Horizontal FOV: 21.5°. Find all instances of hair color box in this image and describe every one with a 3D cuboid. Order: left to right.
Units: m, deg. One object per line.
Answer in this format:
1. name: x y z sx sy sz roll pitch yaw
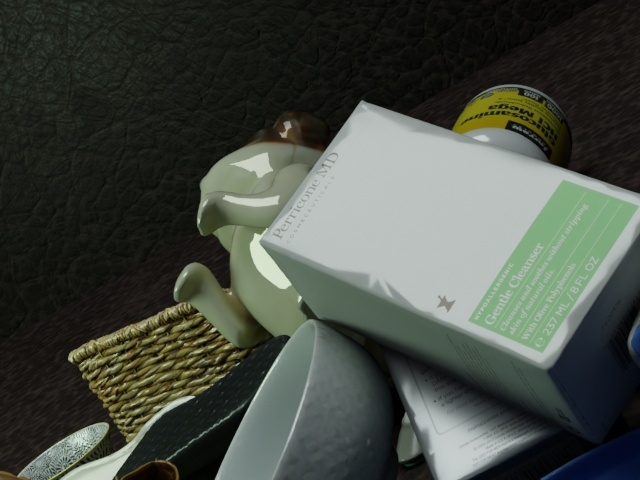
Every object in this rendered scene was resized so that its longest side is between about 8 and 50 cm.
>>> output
1. hair color box: 0.162 0.099 1.729 0.185 0.113 0.374 -29 46 8

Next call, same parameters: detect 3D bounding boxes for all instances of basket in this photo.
1. basket: -0.165 0.162 2.441 0.299 0.223 0.213 -25 14 32

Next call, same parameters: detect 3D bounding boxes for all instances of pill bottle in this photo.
1. pill bottle: 0.266 -0.099 2.506 0.188 0.188 0.334 -26 14 22

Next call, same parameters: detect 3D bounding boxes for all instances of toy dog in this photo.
1. toy dog: 0.000 0.000 2.213 0.395 0.284 0.408 -18 45 -24

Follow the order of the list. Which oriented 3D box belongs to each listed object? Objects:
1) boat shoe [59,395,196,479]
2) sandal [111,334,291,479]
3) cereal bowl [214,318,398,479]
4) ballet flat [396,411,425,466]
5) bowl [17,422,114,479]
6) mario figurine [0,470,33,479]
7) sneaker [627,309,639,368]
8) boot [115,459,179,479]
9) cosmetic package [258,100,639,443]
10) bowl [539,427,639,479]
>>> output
1. boat shoe: -0.259 0.335 2.294 0.305 0.091 0.109 -36 51 -8
2. sandal: -0.140 0.266 2.063 0.446 0.107 0.167 -37 18 45
3. cereal bowl: -0.015 0.258 1.736 0.339 0.141 0.339 -156 90 -82
4. ballet flat: 0.140 0.180 1.991 0.072 0.068 0.213 -18 19 48
5. bowl: -0.366 0.351 2.509 0.170 0.080 0.170 -30 13 8
6. mario figurine: -0.452 0.439 2.090 0.170 0.198 0.320 -41 16 39
7. sneaker: 0.415 0.069 1.408 0.236 0.130 0.323 -6 -5 -43
8. boot: -0.202 0.362 1.731 0.104 0.211 0.295 5 19 5
9. cosmetic package: 0.147 0.023 1.611 0.365 0.155 0.197 22 70 38
10. bowl: 0.252 0.272 1.343 0.391 0.077 0.391 -30 12 7
